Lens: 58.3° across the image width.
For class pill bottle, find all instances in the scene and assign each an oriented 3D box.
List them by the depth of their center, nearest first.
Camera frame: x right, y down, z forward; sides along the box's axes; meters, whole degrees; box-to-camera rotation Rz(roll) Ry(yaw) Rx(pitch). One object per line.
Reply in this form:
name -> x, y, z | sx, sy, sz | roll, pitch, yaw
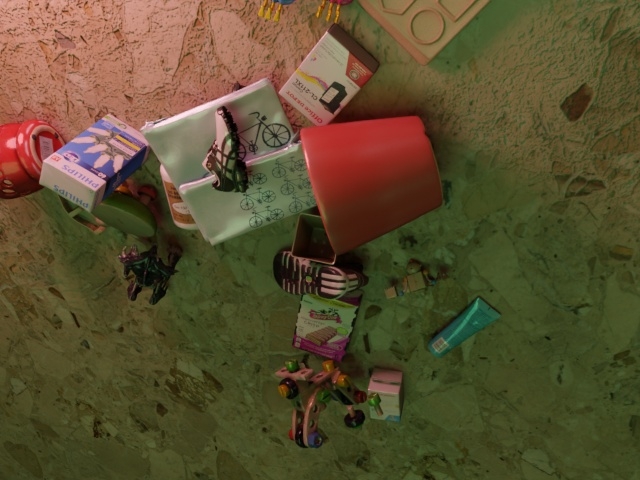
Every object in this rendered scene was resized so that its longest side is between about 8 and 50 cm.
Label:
pill bottle -> -0.320, -0.152, 1.407 | 0.131, 0.131, 0.229 | 5, 126, 15

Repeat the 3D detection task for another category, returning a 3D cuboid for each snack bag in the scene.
snack bag -> -0.187, -0.170, 1.309 | 0.323, 0.037, 0.342 | -19, 124, 7

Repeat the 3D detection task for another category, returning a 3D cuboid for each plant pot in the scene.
plant pot -> 0.110, -0.132, 1.195 | 0.243, 0.275, 0.275 | -16, 120, 5
plant pot -> 0.000, 0.000, 1.417 | 0.109, 0.096, 0.109 | 11, 86, 12
plant pot -> -0.764, -0.213, 1.483 | 0.174, 0.191, 0.191 | -10, 121, 15

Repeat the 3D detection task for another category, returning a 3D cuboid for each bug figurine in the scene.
bug figurine -> -0.017, -0.539, 1.067 | 0.216, 0.072, 0.279 | 21, 124, -5

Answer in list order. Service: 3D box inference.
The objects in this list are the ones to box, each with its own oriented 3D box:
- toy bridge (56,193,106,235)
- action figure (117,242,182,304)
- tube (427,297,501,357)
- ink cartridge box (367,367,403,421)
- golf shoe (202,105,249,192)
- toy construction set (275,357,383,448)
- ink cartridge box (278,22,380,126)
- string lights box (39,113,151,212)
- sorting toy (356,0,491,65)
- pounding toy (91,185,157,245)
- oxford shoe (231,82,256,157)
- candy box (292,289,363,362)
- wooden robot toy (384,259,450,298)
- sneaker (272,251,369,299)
toy bridge -> -0.699, -0.085, 1.649 | 0.063, 0.026, 0.188 | -22, 115, 33
action figure -> -0.478, 0.072, 1.598 | 0.164, 0.141, 0.275 | 11, 147, -15
tube -> 0.370, 0.233, 1.509 | 0.080, 0.052, 0.207 | 35, 123, -14
ink cartridge box -> 0.195, 0.449, 1.692 | 0.092, 0.090, 0.143 | 4, 124, 16
golf shoe -> -0.214, -0.187, 1.231 | 0.094, 0.077, 0.198 | -7, 121, 1
toy construction set -> -0.022, 0.412, 1.644 | 0.257, 0.309, 0.237 | -27, 100, -15
ink cartridge box -> 0.017, -0.337, 1.199 | 0.127, 0.072, 0.175 | 39, 127, -11
string lights box -> -0.526, -0.189, 1.368 | 0.133, 0.259, 0.077 | 30, 128, -5
sorting toy -> 0.198, -0.463, 1.076 | 0.193, 0.038, 0.208 | 40, 131, -12
pounding toy -> -0.517, -0.090, 1.555 | 0.183, 0.110, 0.237 | 23, 159, -12
oxford shoe -> -0.158, -0.254, 1.326 | 0.096, 0.083, 0.227 | -6, 125, 0
candy box -> 0.017, 0.222, 1.601 | 0.159, 0.071, 0.233 | 16, 127, 7
wooden robot toy -> 0.238, 0.089, 1.452 | 0.173, 0.076, 0.079 | -23, 79, 31
sneaker -> 0.010, 0.091, 1.496 | 0.281, 0.162, 0.106 | 16, 104, 47
